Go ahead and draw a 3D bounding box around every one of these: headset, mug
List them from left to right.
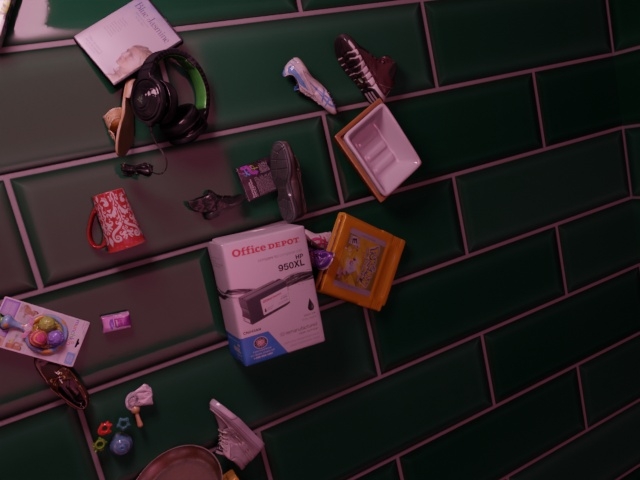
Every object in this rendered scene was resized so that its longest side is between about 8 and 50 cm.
[{"bbox_3d":[-0.607,-0.053,1.607,0.150,0.113,0.169,-21,99,-24],"label":"mug"},{"bbox_3d":[-0.465,-0.367,1.621,0.243,0.185,0.394,37,59,-52],"label":"headset"}]

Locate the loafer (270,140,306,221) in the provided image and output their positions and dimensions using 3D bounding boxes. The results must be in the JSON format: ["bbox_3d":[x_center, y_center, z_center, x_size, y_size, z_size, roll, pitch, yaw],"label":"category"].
[{"bbox_3d":[-0.101,-0.198,1.822,0.084,0.096,0.267,-22,112,-43],"label":"loafer"}]

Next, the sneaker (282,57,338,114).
[{"bbox_3d":[-0.032,-0.508,1.864,0.086,0.085,0.237,-43,116,12],"label":"sneaker"}]

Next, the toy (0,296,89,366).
[{"bbox_3d":[-0.791,0.256,1.554,0.237,0.056,0.137,22,67,-20],"label":"toy"}]

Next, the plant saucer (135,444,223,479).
[{"bbox_3d":[-0.430,0.769,1.658,0.310,0.310,0.050,-38,132,-18],"label":"plant saucer"}]

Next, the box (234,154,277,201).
[{"bbox_3d":[-0.190,-0.211,1.832,0.162,0.029,0.116,-25,104,-23],"label":"box"}]

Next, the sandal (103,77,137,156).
[{"bbox_3d":[-0.594,-0.363,1.622,0.079,0.088,0.240,8,82,6],"label":"sandal"}]

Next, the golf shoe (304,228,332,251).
[{"bbox_3d":[0.000,0.000,1.918,0.186,0.067,0.086,33,74,-33],"label":"golf shoe"}]

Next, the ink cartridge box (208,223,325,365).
[{"bbox_3d":[-0.173,0.164,1.790,0.285,0.166,0.395,-14,99,-24],"label":"ink cartridge box"}]

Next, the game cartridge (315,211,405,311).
[{"bbox_3d":[0.148,0.084,1.962,0.323,0.052,0.285,21,85,-36],"label":"game cartridge"}]

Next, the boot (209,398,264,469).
[{"bbox_3d":[-0.300,0.639,1.803,0.123,0.095,0.258,-48,112,-22],"label":"boot"}]

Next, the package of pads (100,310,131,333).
[{"bbox_3d":[-0.615,0.246,1.665,0.083,0.032,0.050,-10,101,-24],"label":"package of pads"}]

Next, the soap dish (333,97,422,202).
[{"bbox_3d":[0.199,-0.316,1.956,0.229,0.118,0.291,-43,109,-16],"label":"soap dish"}]

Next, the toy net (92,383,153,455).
[{"bbox_3d":[-0.598,0.540,1.690,0.122,0.045,0.232,27,81,-22],"label":"toy net"}]

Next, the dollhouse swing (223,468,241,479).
[{"bbox_3d":[-0.319,0.942,1.688,0.347,0.305,0.315,-37,113,-19],"label":"dollhouse swing"}]

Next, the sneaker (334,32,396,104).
[{"bbox_3d":[0.170,-0.630,1.941,0.162,0.106,0.281,-49,121,-21],"label":"sneaker"}]

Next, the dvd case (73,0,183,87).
[{"bbox_3d":[-0.556,-0.584,1.614,0.253,0.022,0.180,-41,93,-17],"label":"dvd case"}]

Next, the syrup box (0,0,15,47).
[{"bbox_3d":[-0.860,-0.643,1.454,0.096,0.093,0.237,15,87,-25],"label":"syrup box"}]

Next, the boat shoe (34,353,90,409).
[{"bbox_3d":[-0.743,0.404,1.596,0.073,0.073,0.207,-43,108,-16],"label":"boat shoe"}]

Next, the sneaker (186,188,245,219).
[{"bbox_3d":[-0.330,-0.128,1.760,0.170,0.051,0.089,-33,111,-16],"label":"sneaker"}]

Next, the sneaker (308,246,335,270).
[{"bbox_3d":[-0.022,0.055,1.848,0.071,0.170,0.068,37,67,-38],"label":"sneaker"}]
